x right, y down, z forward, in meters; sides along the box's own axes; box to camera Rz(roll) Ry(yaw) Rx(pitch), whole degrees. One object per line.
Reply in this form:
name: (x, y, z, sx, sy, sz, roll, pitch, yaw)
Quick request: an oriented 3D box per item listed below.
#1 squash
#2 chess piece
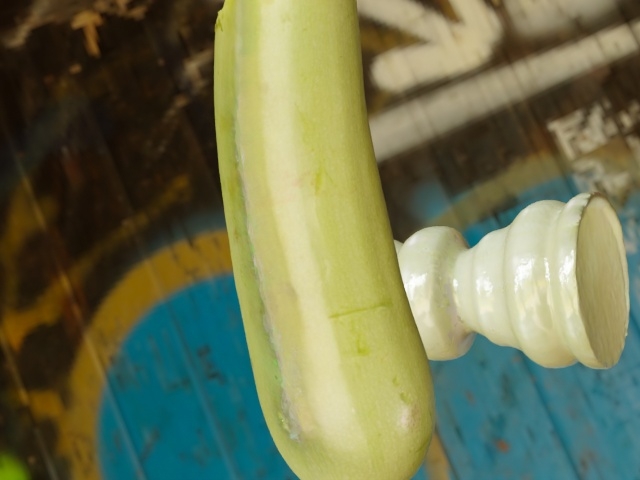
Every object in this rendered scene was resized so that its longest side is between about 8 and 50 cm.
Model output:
squash: (0.000, 0.000, 0.729, 0.083, 0.250, 0.083, -9, 12, 2)
chess piece: (0.117, 0.042, 1.349, 0.251, 0.144, 0.144, -6, -5, 27)
